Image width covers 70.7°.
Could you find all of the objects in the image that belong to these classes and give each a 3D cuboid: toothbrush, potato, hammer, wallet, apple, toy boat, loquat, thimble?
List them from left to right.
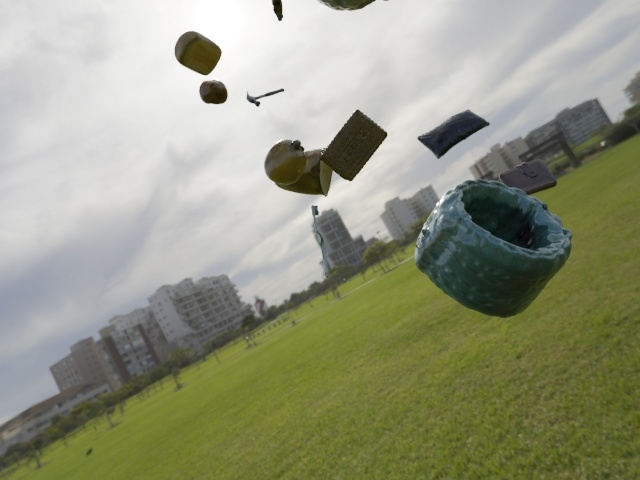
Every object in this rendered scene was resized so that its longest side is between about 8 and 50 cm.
[{"bbox_3d":[-0.470,-0.651,1.980,0.125,0.102,0.126,1,23,-1],"label":"apple"},{"bbox_3d":[-0.267,-0.718,2.213,0.246,0.103,0.029,-39,-23,-44],"label":"hammer"},{"bbox_3d":[-0.193,-1.050,2.007,0.047,0.049,0.149,-6,-33,3],"label":"toy boat"},{"bbox_3d":[-0.124,-0.292,1.655,0.204,0.149,0.172,-47,21,39],"label":"loquat"},{"bbox_3d":[-0.088,-0.304,2.024,0.265,0.230,0.229,2,4,18],"label":"potato"},{"bbox_3d":[-0.002,0.000,1.763,0.030,0.305,0.030,-9,-19,-3],"label":"toothbrush"},{"bbox_3d":[0.270,0.009,0.730,0.234,0.199,0.143,7,-46,-11],"label":"thimble"},{"bbox_3d":[0.678,-0.202,1.480,0.152,0.118,0.039,-21,-32,6],"label":"wallet"}]

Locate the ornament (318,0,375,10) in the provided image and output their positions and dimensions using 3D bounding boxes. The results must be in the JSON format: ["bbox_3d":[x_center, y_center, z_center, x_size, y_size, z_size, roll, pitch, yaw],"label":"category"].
[{"bbox_3d":[0.071,-0.894,1.398,0.336,0.337,0.337,-28,-5,-3],"label":"ornament"}]

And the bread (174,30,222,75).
[{"bbox_3d":[-0.489,-0.743,1.779,0.147,0.098,0.217,-53,-15,11],"label":"bread"}]

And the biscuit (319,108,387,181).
[{"bbox_3d":[0.131,-0.379,1.813,0.255,0.172,0.029,-52,1,8],"label":"biscuit"}]

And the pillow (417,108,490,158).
[{"bbox_3d":[0.454,-0.374,1.551,0.208,0.141,0.055,-32,-43,3],"label":"pillow"}]
